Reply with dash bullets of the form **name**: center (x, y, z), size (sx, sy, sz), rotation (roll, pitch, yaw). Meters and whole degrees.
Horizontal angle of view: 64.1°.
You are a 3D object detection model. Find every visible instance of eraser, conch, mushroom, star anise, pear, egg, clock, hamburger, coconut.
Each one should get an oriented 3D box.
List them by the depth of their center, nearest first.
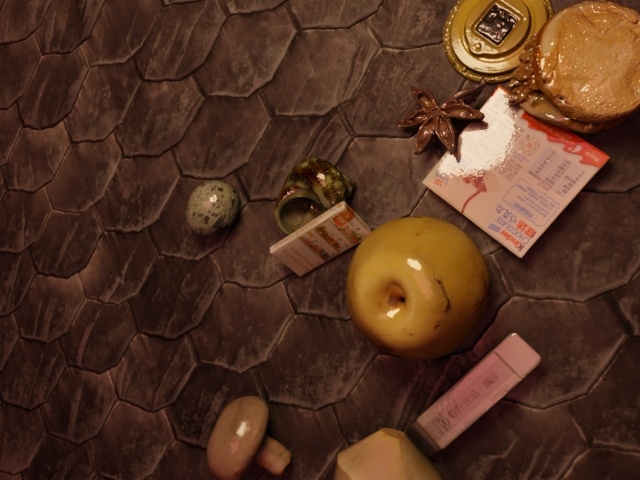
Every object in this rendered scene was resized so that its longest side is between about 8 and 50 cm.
- **hamburger**: center (0.514, -0.328, 0.991), size (0.286, 0.146, 0.243), rotation (-18, 75, 10)
- **pear**: center (0.193, 0.097, 1.051), size (0.309, 0.309, 0.309), rotation (-1, 88, 24)
- **coconut**: center (0.141, 0.529, 1.090), size (0.259, 0.259, 0.259), rotation (-1, 88, 24)
- **eraser**: center (0.323, 0.340, 1.108), size (0.089, 0.061, 0.352), rotation (46, 105, 18)
- **clock**: center (0.381, -0.463, 1.110), size (0.237, 0.057, 0.237), rotation (-1, 88, 22)
- **star anise**: center (0.264, -0.265, 1.130), size (0.208, 0.063, 0.171), rotation (6, 82, 39)
- **conch**: center (-0.011, -0.108, 1.240), size (0.182, 0.124, 0.187), rotation (3, 113, 15)
- **mushroom**: center (-0.180, 0.498, 1.251), size (0.209, 0.206, 0.206), rotation (36, 102, 21)
- **egg**: center (-0.288, -0.081, 1.350), size (0.172, 0.132, 0.132), rotation (-46, 72, 28)

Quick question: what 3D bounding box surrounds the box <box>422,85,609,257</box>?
- **box**: center (0.405, -0.146, 1.093), size (0.273, 0.048, 0.265), rotation (43, 103, 18)

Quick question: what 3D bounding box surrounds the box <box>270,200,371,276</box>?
- **box**: center (0.000, 0.001, 1.233), size (0.220, 0.122, 0.032), rotation (-31, 40, 20)
